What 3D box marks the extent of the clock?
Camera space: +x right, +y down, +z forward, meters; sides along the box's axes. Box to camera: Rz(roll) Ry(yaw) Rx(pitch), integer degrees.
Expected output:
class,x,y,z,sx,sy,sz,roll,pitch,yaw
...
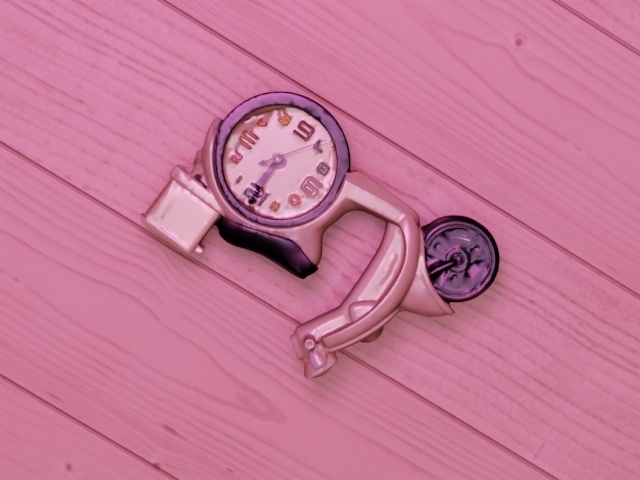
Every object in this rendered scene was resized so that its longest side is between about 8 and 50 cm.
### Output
class,x,y,z,sx,sy,sz,roll,pitch,yaw
clock,0.000,0.000,1.818,0.379,0.120,0.276,40,92,-1
